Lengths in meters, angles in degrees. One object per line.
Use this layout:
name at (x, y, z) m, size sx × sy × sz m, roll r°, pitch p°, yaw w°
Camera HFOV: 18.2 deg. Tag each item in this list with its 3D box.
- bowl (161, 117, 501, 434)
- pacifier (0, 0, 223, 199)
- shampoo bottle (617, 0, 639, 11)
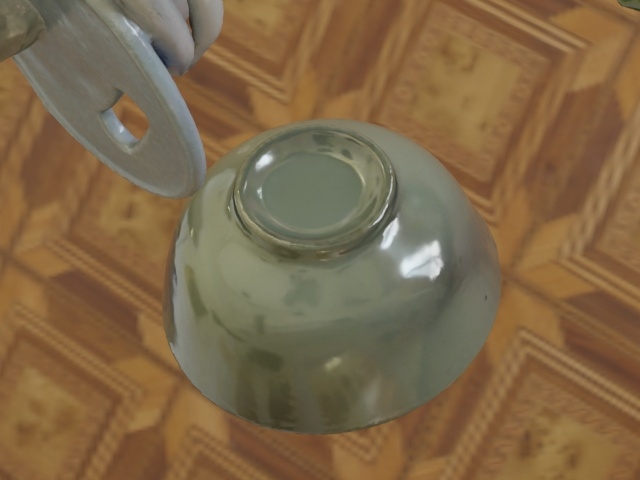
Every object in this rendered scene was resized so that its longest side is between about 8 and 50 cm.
bowl at (0.000, 0.000, 1.631) m, size 0.289 × 0.146 × 0.289 m, roll -4°, pitch 52°, yaw 5°
pacifier at (-0.193, -0.111, 1.028) m, size 0.233 × 0.244 × 0.299 m, roll -42°, pitch 92°, yaw -13°
shampoo bottle at (0.211, -0.080, 0.762) m, size 0.118 × 0.234 × 0.087 m, roll -28°, pitch 61°, yaw 43°
